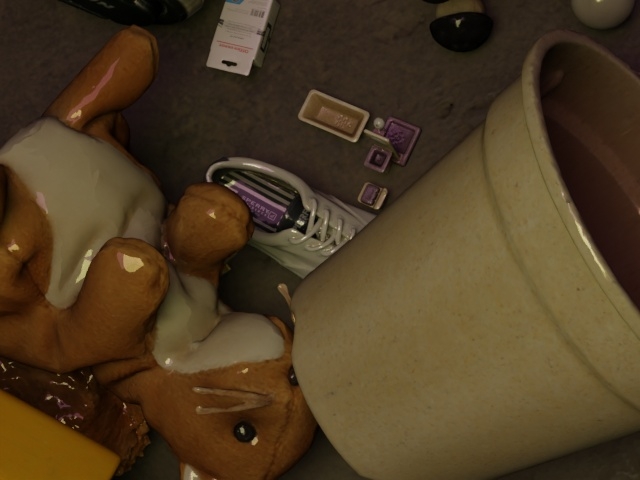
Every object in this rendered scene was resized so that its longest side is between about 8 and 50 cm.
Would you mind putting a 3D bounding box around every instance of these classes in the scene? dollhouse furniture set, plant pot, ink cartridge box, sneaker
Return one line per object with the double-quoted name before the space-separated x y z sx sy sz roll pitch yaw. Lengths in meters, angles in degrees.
"dollhouse furniture set" 0.020 -0.095 1.482 0.114 0.081 0.091 24 85 17
"plant pot" 0.154 0.051 1.276 0.305 0.334 0.334 -33 71 30
"ink cartridge box" -0.076 -0.201 1.556 0.048 0.028 0.083 15 82 16
"sneaker" 0.000 0.000 1.460 0.258 0.091 0.094 22 84 16

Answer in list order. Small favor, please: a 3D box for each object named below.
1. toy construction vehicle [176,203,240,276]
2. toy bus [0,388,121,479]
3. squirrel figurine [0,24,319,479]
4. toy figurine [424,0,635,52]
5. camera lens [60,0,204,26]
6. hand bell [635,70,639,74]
"toy construction vehicle" -0.120 0.004 1.504 0.086 0.035 0.098 51 135 11
"toy bus" -0.282 0.193 1.299 0.333 0.108 0.130 29 130 -2
"squirrel figurine" -0.182 0.088 1.418 0.370 0.281 0.397 43 132 -6
"toy figurine" 0.175 -0.263 1.415 0.213 0.209 0.148 -5 83 13
"camera lens" -0.181 -0.359 1.516 0.219 0.219 0.274 17 83 17
"hand bell" 0.249 -0.029 1.415 0.126 0.126 0.242 26 97 17
